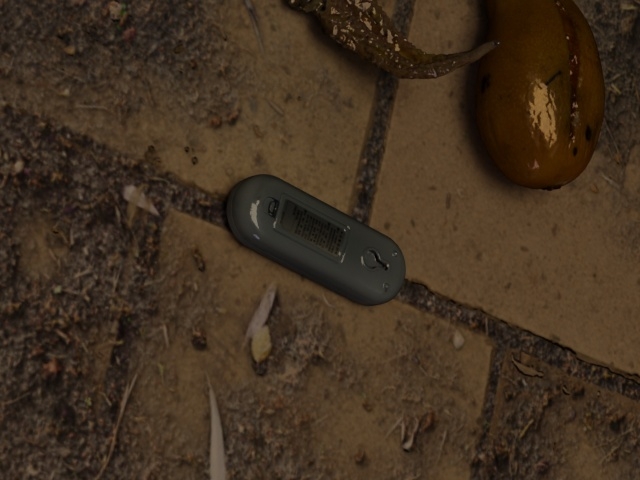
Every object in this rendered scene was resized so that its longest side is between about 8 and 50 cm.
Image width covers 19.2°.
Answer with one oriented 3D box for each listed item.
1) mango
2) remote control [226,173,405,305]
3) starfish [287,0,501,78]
[{"bbox_3d":[0.272,-0.206,2.342,0.177,0.120,0.295,9,75,-32],"label":"mango"},{"bbox_3d":[0.000,0.000,2.161,0.244,0.047,0.087,27,63,-29],"label":"remote control"},{"bbox_3d":[0.042,-0.349,2.211,0.398,0.132,0.384,42,60,-6],"label":"starfish"}]
